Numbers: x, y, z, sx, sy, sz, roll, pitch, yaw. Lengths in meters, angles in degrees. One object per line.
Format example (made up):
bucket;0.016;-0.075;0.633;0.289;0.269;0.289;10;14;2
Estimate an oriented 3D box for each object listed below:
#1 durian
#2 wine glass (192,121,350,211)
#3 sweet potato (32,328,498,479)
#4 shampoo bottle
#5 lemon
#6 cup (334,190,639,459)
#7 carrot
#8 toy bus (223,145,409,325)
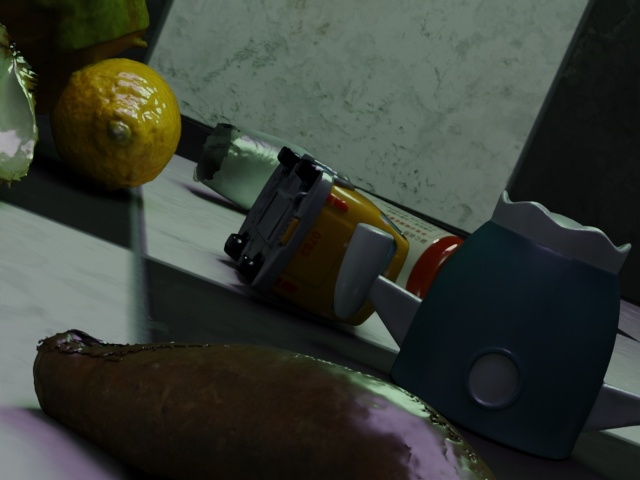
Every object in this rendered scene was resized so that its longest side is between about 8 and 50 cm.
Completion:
durian;-0.287;-0.113;0.954;0.144;0.139;0.252;29;7;10
wine glass;-0.062;-0.083;1.612;0.204;0.111;0.111;25;5;-27
sweet potato;-0.007;0.091;0.476;0.286;0.085;0.112;27;12;34
shampoo bottle;0.100;0.029;1.282;0.278;0.104;0.104;28;8;39
lemon;-0.219;-0.124;1.269;0.142;0.142;0.187;22;5;-11
cup;0.159;0.060;0.935;0.300;0.173;0.167;25;8;10
carrot;-0.316;-0.274;1.294;0.241;0.340;0.241;-7;22;3
toy bus;0.000;0.000;1.108;0.136;0.126;0.209;30;4;-15
